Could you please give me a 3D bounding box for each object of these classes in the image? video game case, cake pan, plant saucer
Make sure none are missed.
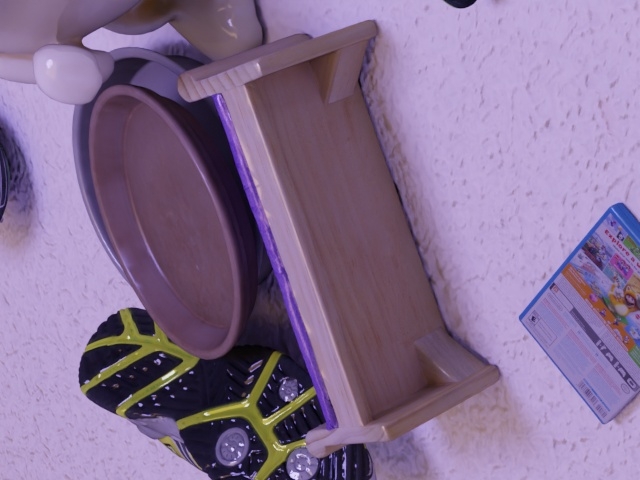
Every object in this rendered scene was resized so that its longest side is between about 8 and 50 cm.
[{"bbox_3d":[0.239,0.062,1.556,0.119,0.015,0.166,53,140,17],"label":"video game case"},{"bbox_3d":[-0.140,-0.058,1.902,0.293,0.054,0.293,25,127,39],"label":"cake pan"},{"bbox_3d":[-0.138,-0.021,1.808,0.278,0.041,0.277,40,142,42],"label":"plant saucer"}]

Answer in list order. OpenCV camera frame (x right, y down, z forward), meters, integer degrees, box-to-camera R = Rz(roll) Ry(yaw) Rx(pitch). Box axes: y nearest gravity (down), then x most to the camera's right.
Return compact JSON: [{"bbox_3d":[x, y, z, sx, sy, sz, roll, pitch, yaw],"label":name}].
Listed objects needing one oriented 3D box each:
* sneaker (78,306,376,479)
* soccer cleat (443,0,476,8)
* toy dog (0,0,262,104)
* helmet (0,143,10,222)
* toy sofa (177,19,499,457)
[{"bbox_3d":[-0.073,0.177,1.892,0.385,0.147,0.145,28,84,42],"label":"sneaker"},{"bbox_3d":[0.098,-0.273,1.510,0.072,0.060,0.178,-12,97,50],"label":"soccer cleat"},{"bbox_3d":[-0.281,-0.292,1.657,0.395,0.408,0.284,45,137,24],"label":"toy dog"},{"bbox_3d":[-0.429,-0.071,2.146,0.161,0.169,0.169,37,136,54],"label":"helmet"},{"bbox_3d":[0.000,0.000,1.693,0.177,0.150,0.362,-12,100,50],"label":"toy sofa"}]
